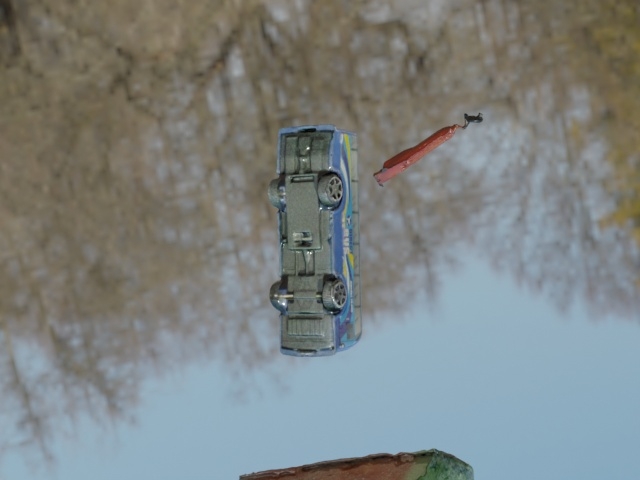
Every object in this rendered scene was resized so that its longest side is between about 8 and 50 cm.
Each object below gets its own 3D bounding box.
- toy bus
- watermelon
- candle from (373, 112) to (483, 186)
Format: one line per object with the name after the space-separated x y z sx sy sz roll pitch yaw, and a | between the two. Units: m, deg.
0.000 0.000 1.082 0.051 0.153 0.061 -2 180 29 | toy bus
0.001 0.296 1.644 0.318 0.148 0.226 -40 -135 2 | watermelon
0.138 -0.123 2.102 0.167 0.026 0.021 -33 161 24 | candle
